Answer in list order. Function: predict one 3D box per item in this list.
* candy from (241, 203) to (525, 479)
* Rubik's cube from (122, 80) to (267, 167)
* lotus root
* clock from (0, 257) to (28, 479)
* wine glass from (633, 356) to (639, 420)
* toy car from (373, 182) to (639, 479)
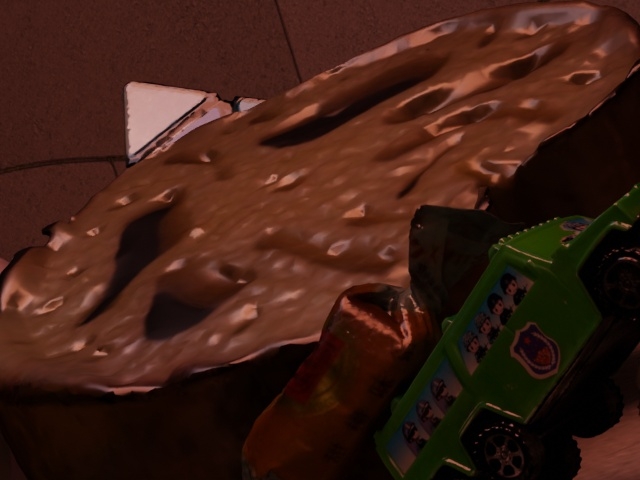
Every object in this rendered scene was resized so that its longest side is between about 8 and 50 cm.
[{"bbox_3d":[0.011,0.055,0.612,0.182,0.046,0.053,-53,-18,4],"label":"candy"},{"bbox_3d":[-0.052,-0.058,1.119,0.250,0.234,0.284,-51,-22,24],"label":"Rubik's cube"},{"bbox_3d":[0.000,0.000,0.820,0.390,0.111,0.375,-36,29,-22],"label":"lotus root"},{"bbox_3d":[-0.297,0.128,0.927,0.342,0.184,0.326,-22,4,20],"label":"clock"},{"bbox_3d":[0.196,0.034,0.568,0.198,0.066,0.066,-18,2,-42],"label":"wine glass"},{"bbox_3d":[0.083,0.037,0.563,0.071,0.062,0.165,-20,-33,-48],"label":"toy car"}]
